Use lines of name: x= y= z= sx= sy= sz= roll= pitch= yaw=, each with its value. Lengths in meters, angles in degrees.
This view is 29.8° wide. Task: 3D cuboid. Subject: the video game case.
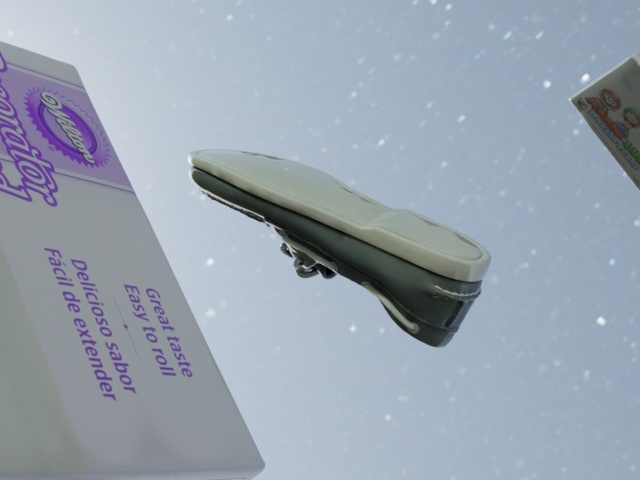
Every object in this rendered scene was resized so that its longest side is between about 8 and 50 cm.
video game case: x=0.351 y=-0.116 z=1.291 sx=0.157 sy=0.019 sz=0.143 roll=52 pitch=-19 yaw=0

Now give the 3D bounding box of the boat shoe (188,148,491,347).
boat shoe: x=0.000 y=0.000 z=1.109 sx=0.319 sy=0.116 sz=0.099 roll=24 pitch=-69 yaw=25

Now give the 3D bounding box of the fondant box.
fondant box: x=-0.196 y=0.007 z=0.437 sx=0.096 sy=0.330 sz=0.238 roll=-41 pitch=-119 yaw=22
